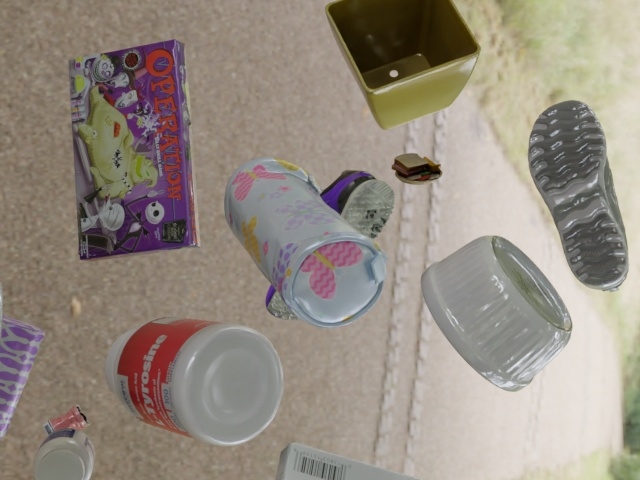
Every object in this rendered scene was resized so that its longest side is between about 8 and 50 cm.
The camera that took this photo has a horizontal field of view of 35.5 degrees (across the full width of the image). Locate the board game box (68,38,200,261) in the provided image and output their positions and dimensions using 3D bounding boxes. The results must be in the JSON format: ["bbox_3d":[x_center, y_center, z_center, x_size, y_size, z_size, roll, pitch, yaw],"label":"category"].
[{"bbox_3d":[-0.312,-0.147,1.663,0.056,0.208,0.346,22,62,-75],"label":"board game box"}]

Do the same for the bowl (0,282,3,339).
[{"bbox_3d":[-0.549,0.129,1.484,0.298,0.134,0.297,-176,-90,-77],"label":"bowl"}]

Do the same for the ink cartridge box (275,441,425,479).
[{"bbox_3d":[0.057,0.435,1.400,0.275,0.060,0.238,19,57,-11],"label":"ink cartridge box"}]

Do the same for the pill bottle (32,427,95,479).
[{"bbox_3d":[-0.493,0.429,1.919,0.187,0.112,0.111,168,-83,-80],"label":"pill bottle"}]

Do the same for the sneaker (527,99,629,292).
[{"bbox_3d":[0.351,-0.056,1.360,0.115,0.105,0.281,40,41,-62],"label":"sneaker"}]

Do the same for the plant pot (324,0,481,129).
[{"bbox_3d":[0.147,-0.326,1.808,0.187,0.212,0.212,80,-12,-62],"label":"plant pot"}]

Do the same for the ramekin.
[{"bbox_3d":[0.242,0.088,1.339,0.207,0.109,0.207,39,23,-20],"label":"ramekin"}]

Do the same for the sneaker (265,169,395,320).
[{"bbox_3d":[0.001,0.000,1.706,0.102,0.146,0.293,36,96,-36],"label":"sneaker"}]

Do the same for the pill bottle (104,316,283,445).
[{"bbox_3d":[-0.272,0.270,2.002,0.229,0.408,0.228,1,88,-35],"label":"pill bottle"}]

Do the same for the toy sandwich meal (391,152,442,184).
[{"bbox_3d":[0.157,-0.117,1.616,0.085,0.086,0.029,-44,137,-54],"label":"toy sandwich meal"}]

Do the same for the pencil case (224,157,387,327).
[{"bbox_3d":[-0.023,-0.004,1.153,0.273,0.124,0.113,-130,-143,-59],"label":"pencil case"}]

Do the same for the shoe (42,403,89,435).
[{"bbox_3d":[-0.527,0.397,2.103,0.063,0.081,0.178,57,-15,13],"label":"shoe"}]

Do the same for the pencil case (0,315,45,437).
[{"bbox_3d":[-0.530,0.226,1.650,0.086,0.088,0.206,141,-30,-81],"label":"pencil case"}]
